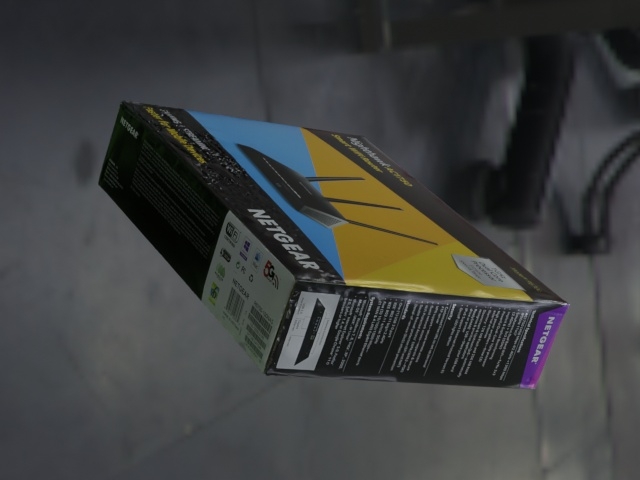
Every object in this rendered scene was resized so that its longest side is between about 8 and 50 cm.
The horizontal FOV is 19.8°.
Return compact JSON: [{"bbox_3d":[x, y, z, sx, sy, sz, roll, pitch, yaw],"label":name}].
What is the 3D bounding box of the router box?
[{"bbox_3d":[0.000,0.000,0.779,0.133,0.179,0.046,6,113,-33],"label":"router box"}]
